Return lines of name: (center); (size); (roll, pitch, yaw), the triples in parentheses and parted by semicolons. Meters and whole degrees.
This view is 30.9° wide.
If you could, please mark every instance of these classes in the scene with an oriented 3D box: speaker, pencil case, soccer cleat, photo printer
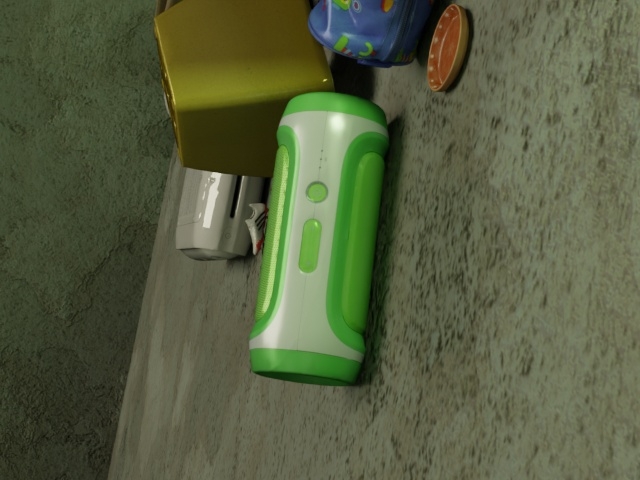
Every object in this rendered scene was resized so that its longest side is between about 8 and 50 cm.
speaker: (0.000, 0.000, 1.228); (0.131, 0.131, 0.297); (148, 131, -72)
pencil case: (0.084, -0.309, 1.125); (0.133, 0.119, 0.306); (-106, 28, -44)
soccer cleat: (-0.104, -0.019, 1.845); (0.029, 0.035, 0.083); (-179, 99, -76)
photo printer: (-0.170, -0.091, 2.012); (0.307, 0.107, 0.256); (172, 108, -75)

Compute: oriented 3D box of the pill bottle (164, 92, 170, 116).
pill bottle: (-0.117, -0.215, 1.733); (0.272, 0.152, 0.152); (17, 97, 59)

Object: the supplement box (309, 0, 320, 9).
supplement box: (-0.002, -0.331, 1.508); (0.239, 0.073, 0.130); (-125, 26, -71)

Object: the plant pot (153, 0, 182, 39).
plant pot: (-0.124, -0.416, 1.801); (0.263, 0.229, 0.263); (-170, 90, -77)

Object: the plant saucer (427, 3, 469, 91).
plant saucer: (0.122, -0.182, 1.097); (0.083, 0.013, 0.083); (-169, 90, -76)

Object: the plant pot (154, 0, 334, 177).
plant pot: (-0.102, -0.202, 1.457); (0.212, 0.187, 0.212); (96, 161, -63)
